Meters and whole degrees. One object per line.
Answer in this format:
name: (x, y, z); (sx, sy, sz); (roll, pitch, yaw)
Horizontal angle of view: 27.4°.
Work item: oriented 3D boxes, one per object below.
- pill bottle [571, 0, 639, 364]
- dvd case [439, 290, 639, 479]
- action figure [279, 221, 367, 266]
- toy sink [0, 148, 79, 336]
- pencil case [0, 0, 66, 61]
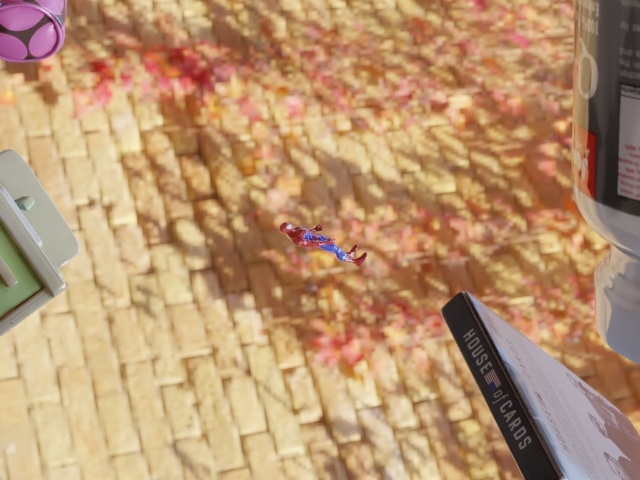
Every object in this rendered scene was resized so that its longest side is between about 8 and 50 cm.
pill bottle: (0.273, -0.104, 0.876); (0.210, 0.210, 0.362); (-143, -134, -59)
dvd case: (0.190, 0.150, 0.934); (0.029, 0.239, 0.179); (-42, -140, 16)
action figure: (0.000, 0.000, 1.489); (0.030, 0.115, 0.038); (-62, -143, 16)
toy sink: (-0.375, 0.020, 1.433); (0.152, 0.234, 0.131); (60, -22, -17)
pencil case: (-0.308, -0.281, 1.329); (0.095, 0.098, 0.209); (66, 14, -52)
